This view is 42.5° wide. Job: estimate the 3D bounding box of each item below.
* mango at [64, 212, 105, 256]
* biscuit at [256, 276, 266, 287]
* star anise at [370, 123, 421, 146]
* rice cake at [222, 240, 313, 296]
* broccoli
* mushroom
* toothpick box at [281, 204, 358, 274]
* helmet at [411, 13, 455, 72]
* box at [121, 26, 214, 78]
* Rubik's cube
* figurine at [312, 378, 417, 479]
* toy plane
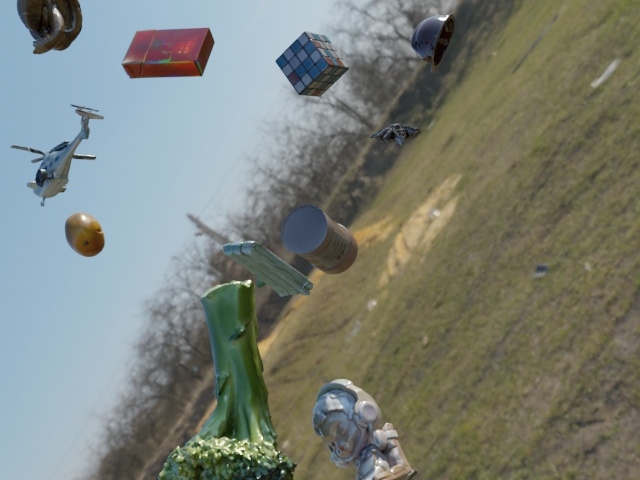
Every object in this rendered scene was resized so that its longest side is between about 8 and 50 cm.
[{"bbox_3d":[-0.301,-0.008,1.058,0.046,0.060,0.089,-25,6,-5],"label":"mango"},{"bbox_3d":[-0.176,0.100,2.461,0.046,0.016,0.089,-34,48,36],"label":"biscuit"},{"bbox_3d":[0.188,-0.255,2.004,0.129,0.124,0.056,-132,35,-74],"label":"star anise"},{"bbox_3d":[-0.127,0.066,1.967,0.124,0.211,0.038,-6,53,46],"label":"rice cake"},{"bbox_3d":[-0.144,0.294,1.383,0.353,0.275,0.396,39,123,50],"label":"broccoli"},{"bbox_3d":[-0.466,-0.382,1.404,0.080,0.135,0.170,-17,51,21],"label":"mushroom"},{"bbox_3d":[0.000,0.000,1.576,0.098,0.098,0.149,-54,-31,0],"label":"toothpick box"},{"bbox_3d":[0.190,-0.354,1.445,0.111,0.057,0.089,-61,-17,-25],"label":"helmet"},{"bbox_3d":[-0.325,-0.403,1.760,0.048,0.175,0.112,71,-155,-52],"label":"box"},{"bbox_3d":[-0.016,-0.355,1.662,0.092,0.092,0.092,-41,-13,26],"label":"Rubik's cube"},{"bbox_3d":[0.056,0.347,1.436,0.141,0.236,0.162,-7,-37,-35],"label":"figurine"},{"bbox_3d":[-0.524,-0.166,1.705,0.273,0.107,0.182,-23,-25,27],"label":"toy plane"}]
